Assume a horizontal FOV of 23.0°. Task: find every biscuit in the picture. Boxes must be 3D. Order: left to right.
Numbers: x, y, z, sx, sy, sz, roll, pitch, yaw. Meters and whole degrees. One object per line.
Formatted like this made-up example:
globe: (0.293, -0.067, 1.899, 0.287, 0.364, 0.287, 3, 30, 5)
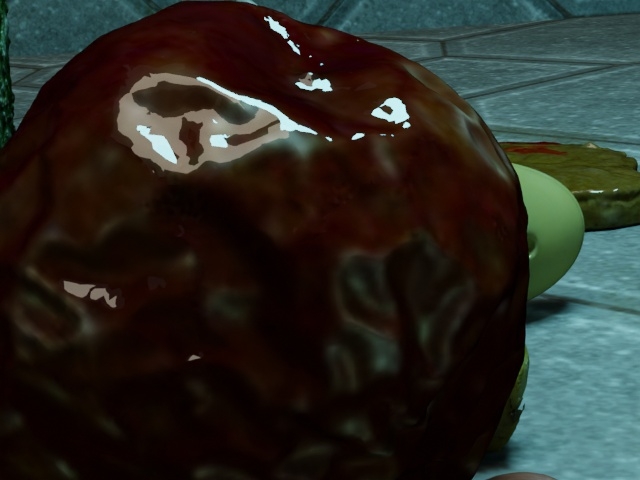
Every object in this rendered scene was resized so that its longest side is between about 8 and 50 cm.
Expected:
biscuit: (0.130, -0.048, 1.311, 0.272, 0.049, 0.257, -5, 13, 2)

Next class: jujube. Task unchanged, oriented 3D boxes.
jujube: (-0.036, 0.039, 0.573, 0.213, 0.232, 0.213, 14, 28, -8)

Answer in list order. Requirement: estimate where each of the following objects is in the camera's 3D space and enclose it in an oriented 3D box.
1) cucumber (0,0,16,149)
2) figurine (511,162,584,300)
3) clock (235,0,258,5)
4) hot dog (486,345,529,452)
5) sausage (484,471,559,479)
cucumber: (-0.285, -0.156, 1.223, 0.096, 0.359, 0.096, -1, 14, 0)
figurine: (0.015, -0.014, 1.056, 0.324, 0.124, 0.222, 2, 11, 16)
clock: (-0.001, -0.019, 0.826, 0.071, 0.192, 0.147, -40, 52, -11)
hot dog: (-0.041, 0.080, 0.762, 0.288, 0.083, 0.068, -4, 32, 1)
sausage: (0.073, 0.120, 0.583, 0.054, 0.059, 0.094, 19, 16, 13)
